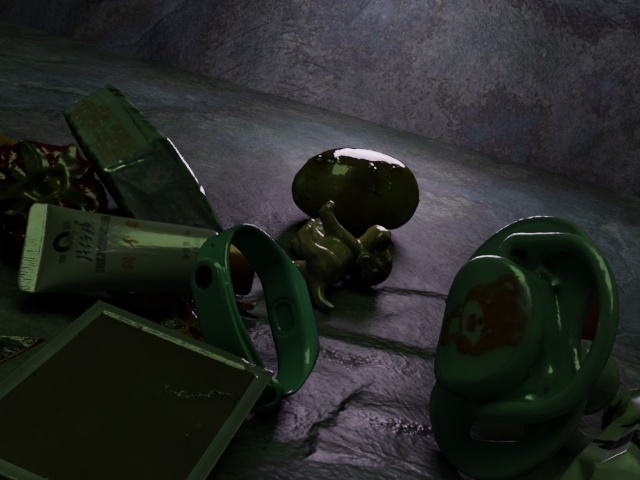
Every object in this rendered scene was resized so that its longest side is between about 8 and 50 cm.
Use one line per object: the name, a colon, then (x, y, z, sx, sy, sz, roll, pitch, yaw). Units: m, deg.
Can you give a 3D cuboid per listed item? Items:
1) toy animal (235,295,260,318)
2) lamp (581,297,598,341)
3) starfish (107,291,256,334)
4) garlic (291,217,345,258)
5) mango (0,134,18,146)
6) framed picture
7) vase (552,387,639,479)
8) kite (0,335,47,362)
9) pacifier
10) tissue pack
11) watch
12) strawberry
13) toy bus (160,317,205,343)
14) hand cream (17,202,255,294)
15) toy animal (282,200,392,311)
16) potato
toy animal: (-0.127, 0.088, 1.238, 0.084, 0.050, 0.028, 23, 38, 25)
lamp: (0.318, 0.134, 1.238, 0.226, 0.227, 0.227, 14, 19, -5)
starfish: (-0.219, 0.081, 1.187, 0.247, 0.050, 0.138, 17, 19, 25)
garlic: (-0.002, -0.005, 1.550, 0.094, 0.074, 0.113, 37, 42, 24)
mango: (-0.586, -0.130, 1.381, 0.253, 0.113, 0.138, 14, 22, 15)
framed picture: (-0.197, 0.167, 0.820, 0.231, 0.018, 0.293, 21, 26, 8)
vase: (0.367, 0.279, 0.956, 0.165, 0.165, 0.360, 24, 16, 22)
kite: (-0.414, 0.134, 0.930, 0.183, 0.014, 0.241, 24, 20, 20)
pacifier: (0.284, 0.142, 1.024, 0.269, 0.344, 0.288, 24, -20, -29)
tissue pack: (-0.297, -0.107, 1.358, 0.128, 0.228, 0.311, -34, 37, -12)
watch: (-0.077, 0.097, 1.036, 0.068, 0.237, 0.195, -21, -18, 27)
strawberry: (-0.413, -0.053, 1.238, 0.186, 0.185, 0.201, 8, -9, -9)
toy bus: (-0.167, 0.159, 0.971, 0.074, 0.070, 0.162, 14, 21, -8)
hand cream: (-0.250, 0.018, 1.134, 0.314, 0.089, 0.140, 2, 59, -13)
toy animal: (0.029, 0.022, 1.423, 0.169, 0.121, 0.233, 54, 37, 8)
potato: (0.072, -0.110, 1.751, 0.307, 0.173, 0.210, 1, 26, -44)
